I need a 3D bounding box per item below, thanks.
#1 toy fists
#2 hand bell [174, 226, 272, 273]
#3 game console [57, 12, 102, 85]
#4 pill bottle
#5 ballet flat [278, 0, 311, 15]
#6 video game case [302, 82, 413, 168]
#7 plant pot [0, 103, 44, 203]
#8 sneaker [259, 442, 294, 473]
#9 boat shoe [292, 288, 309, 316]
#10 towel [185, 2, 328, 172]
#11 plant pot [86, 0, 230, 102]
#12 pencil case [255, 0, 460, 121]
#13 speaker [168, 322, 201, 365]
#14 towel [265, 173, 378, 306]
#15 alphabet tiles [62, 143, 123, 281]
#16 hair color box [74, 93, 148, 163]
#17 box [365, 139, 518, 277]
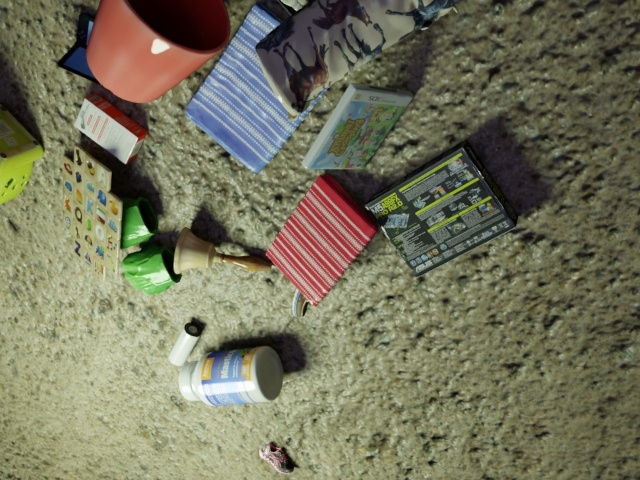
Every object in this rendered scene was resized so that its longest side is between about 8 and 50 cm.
[{"bbox_3d":[-0.487,0.015,1.854,0.142,0.096,0.279,-16,107,19],"label":"toy fists"},{"bbox_3d":[-0.246,0.048,1.789,0.242,0.126,0.126,10,119,1],"label":"hand bell"},{"bbox_3d":[-0.543,-0.459,1.641,0.144,0.085,0.124,24,122,8],"label":"game console"},{"bbox_3d":[-0.254,0.382,1.910,0.272,0.152,0.152,-10,111,24],"label":"pill bottle"},{"bbox_3d":[-0.020,-0.468,1.429,0.280,0.096,0.095,43,120,-4],"label":"ballet flat"},{"bbox_3d":[0.081,-0.237,1.459,0.023,0.193,0.212,53,127,27],"label":"video game case"},{"bbox_3d":[-0.897,-0.230,1.816,0.207,0.228,0.227,-39,96,26],"label":"plant pot"},{"bbox_3d":[-0.125,0.654,2.065,0.119,0.047,0.057,35,111,0],"label":"sneaker"},{"bbox_3d":[-0.025,0.125,1.745,0.066,0.066,0.183,19,120,10],"label":"boat shoe"},{"bbox_3d":[-0.147,-0.338,1.577,0.243,0.040,0.336,41,122,-3],"label":"towel"},{"bbox_3d":[-0.372,-0.447,1.493,0.275,0.275,0.243,48,131,-7],"label":"plant pot"},{"bbox_3d":[0.065,-0.405,1.315,0.410,0.160,0.183,-33,117,9],"label":"pencil case"},{"bbox_3d":[-0.393,0.301,1.981,0.055,0.055,0.136,34,123,2],"label":"speaker"},{"bbox_3d":[0.000,0.000,1.648,0.199,0.031,0.275,47,119,18],"label":"towel"},{"bbox_3d":[-0.618,-0.070,1.840,0.285,0.011,0.342,34,126,32],"label":"alphabet tiles"},{"bbox_3d":[-0.533,-0.285,1.744,0.167,0.053,0.093,36,123,-1],"label":"hair color box"},{"bbox_3d":[0.270,-0.065,1.541,0.270,0.060,0.216,-31,101,30],"label":"box"}]
